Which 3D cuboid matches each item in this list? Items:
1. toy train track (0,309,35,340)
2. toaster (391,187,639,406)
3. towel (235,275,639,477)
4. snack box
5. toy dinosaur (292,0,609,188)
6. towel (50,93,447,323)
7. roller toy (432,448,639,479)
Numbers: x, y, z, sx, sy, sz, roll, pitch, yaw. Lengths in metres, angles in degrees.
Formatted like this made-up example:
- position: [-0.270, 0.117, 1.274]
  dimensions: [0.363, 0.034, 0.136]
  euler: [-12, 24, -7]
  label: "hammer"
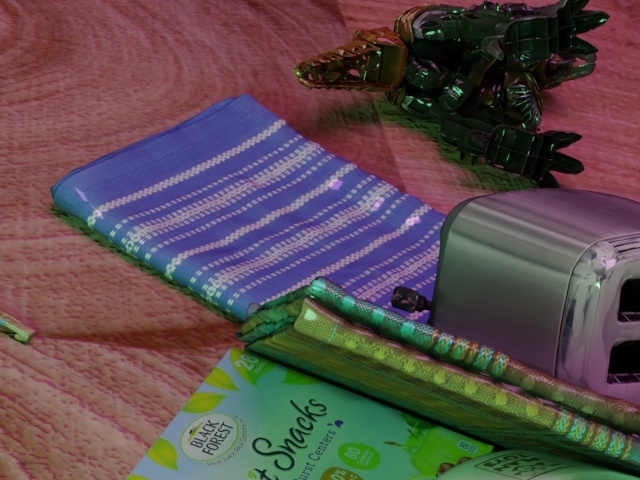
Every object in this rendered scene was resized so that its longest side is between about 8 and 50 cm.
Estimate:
- position: [-0.221, 0.045, 1.235]
  dimensions: [0.083, 0.014, 0.048]
  euler: [29, 23, 12]
  label: "toy train track"
- position: [0.176, 0.039, 1.248]
  dimensions: [0.227, 0.129, 0.146]
  euler: [2, 11, -38]
  label: "toaster"
- position: [0.093, 0.086, 1.056]
  dimensions: [0.271, 0.040, 0.370]
  euler: [21, -7, -4]
  label: "towel"
- position: [-0.014, 0.158, 1.072]
  dimensions: [0.174, 0.070, 0.207]
  euler: [21, 27, 11]
  label: "snack box"
- position: [0.120, -0.137, 1.638]
  dimensions: [0.322, 0.164, 0.218]
  euler: [-28, 33, -28]
  label: "toy dinosaur"
- position: [0.000, 0.000, 1.396]
  dimensions: [0.336, 0.040, 0.243]
  euler: [29, 32, 23]
  label: "towel"
- position: [0.113, 0.198, 0.915]
  dimensions: [0.146, 0.209, 0.191]
  euler: [13, -26, 50]
  label: "roller toy"
